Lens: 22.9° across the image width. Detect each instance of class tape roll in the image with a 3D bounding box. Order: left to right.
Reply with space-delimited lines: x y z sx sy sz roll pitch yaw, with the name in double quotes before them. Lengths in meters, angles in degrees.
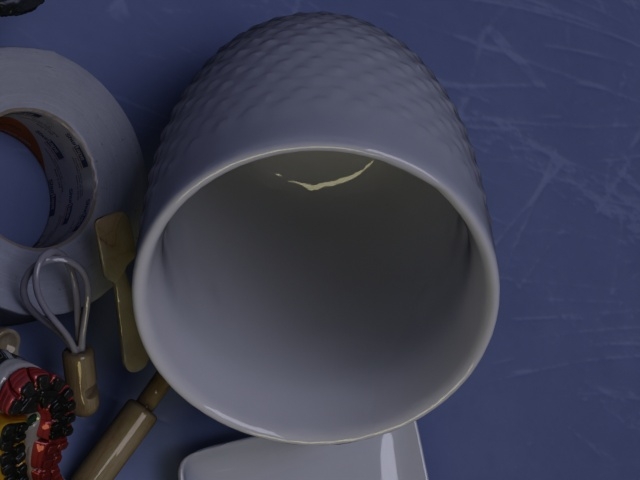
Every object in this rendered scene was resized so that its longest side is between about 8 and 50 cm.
"tape roll" -0.247 -0.043 1.263 0.219 0.072 0.219 10 75 -39

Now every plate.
"plate" 0.000 0.299 1.417 0.277 0.045 0.278 -11 88 -40

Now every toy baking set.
"toy baking set" -0.198 0.112 1.236 0.256 0.030 0.196 -51 132 -15

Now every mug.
"mug" 0.000 0.000 1.326 0.328 0.276 0.374 -91 175 -58

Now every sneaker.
"sneaker" -0.238 0.170 1.173 0.088 0.093 0.225 -24 136 -45

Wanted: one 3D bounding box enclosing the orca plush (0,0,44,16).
"orca plush" -0.272 -0.247 1.276 0.151 0.102 0.287 32 59 -7
